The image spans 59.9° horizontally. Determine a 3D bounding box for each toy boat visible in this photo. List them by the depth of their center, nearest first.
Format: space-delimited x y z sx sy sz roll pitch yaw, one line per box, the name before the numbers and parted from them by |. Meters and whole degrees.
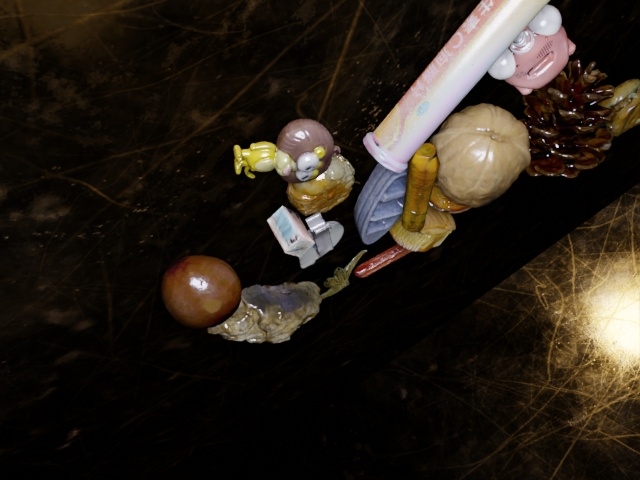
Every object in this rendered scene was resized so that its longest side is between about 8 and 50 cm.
toy boat | 0.154 -0.091 1.365 0.127 0.078 0.283 -19 153 -29

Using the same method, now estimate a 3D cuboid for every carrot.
carrot | 0.221 -0.111 1.250 0.070 0.070 0.260 -24 147 -17

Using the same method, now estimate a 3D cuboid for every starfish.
starfish | 0.063 0.109 1.641 0.217 0.050 0.223 -54 169 4

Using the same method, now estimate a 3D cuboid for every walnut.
walnut | 0.352 -0.187 1.250 0.225 0.225 0.261 -31 169 -2

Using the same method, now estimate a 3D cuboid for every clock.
clock | 0.431 -0.382 1.133 0.166 0.092 0.162 -44 150 26

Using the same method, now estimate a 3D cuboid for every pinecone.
pinecone | 0.584 -0.280 1.337 0.244 0.244 0.309 -24 135 -18

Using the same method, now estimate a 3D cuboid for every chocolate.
chocolate | -0.258 0.100 1.170 0.177 0.176 0.177 -26 155 -13

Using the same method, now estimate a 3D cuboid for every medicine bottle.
medicine bottle | 0.249 -0.316 1.034 0.108 0.108 0.426 0 139 -49

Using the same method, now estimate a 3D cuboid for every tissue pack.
tissue pack | -0.064 -0.018 1.222 0.059 0.094 0.074 -39 153 17

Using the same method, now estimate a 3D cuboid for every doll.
doll | -0.058 -0.146 1.002 0.188 0.096 0.145 -23 148 4

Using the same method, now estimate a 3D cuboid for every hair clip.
hair clip | 0.000 0.000 1.391 0.140 0.054 0.220 -33 158 -8

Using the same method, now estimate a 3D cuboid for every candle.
candle | 0.249 0.031 1.743 0.329 0.048 0.051 -28 142 -6

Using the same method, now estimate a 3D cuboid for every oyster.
oyster | -0.131 0.184 1.484 0.341 0.166 0.110 -1 147 -29

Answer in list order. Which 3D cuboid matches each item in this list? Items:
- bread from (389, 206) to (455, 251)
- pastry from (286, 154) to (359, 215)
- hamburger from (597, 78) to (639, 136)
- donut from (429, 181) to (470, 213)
bread | 0.276 -0.040 1.537 0.190 0.132 0.114 -9 148 -36
pastry | 0.001 -0.114 1.141 0.153 0.081 0.153 -26 166 -7
hamburger | 0.903 -0.402 1.640 0.177 0.113 0.185 -2 134 -39
donut | 0.343 -0.135 1.433 0.181 0.146 0.078 -32 172 -10
